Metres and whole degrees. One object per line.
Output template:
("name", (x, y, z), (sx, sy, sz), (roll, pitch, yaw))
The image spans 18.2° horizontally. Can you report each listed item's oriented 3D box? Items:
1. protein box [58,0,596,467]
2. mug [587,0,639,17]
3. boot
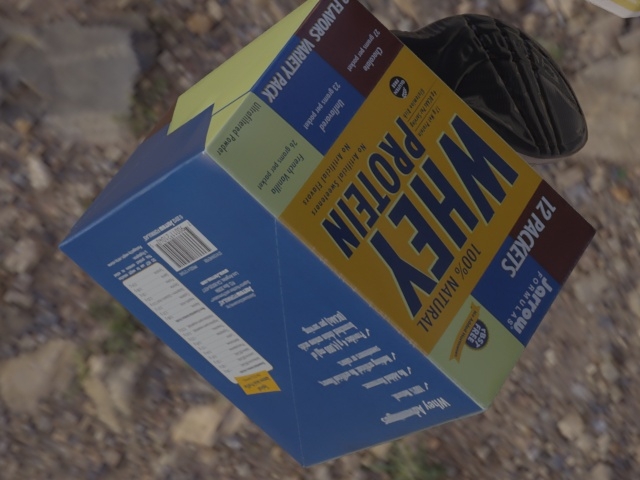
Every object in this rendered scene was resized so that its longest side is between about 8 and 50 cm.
("protein box", (0.000, 0.000, 1.113), (0.201, 0.200, 0.136), (43, 59, -13))
("mug", (0.208, -0.187, 1.401), (0.064, 0.078, 0.062), (32, 105, -11))
("boot", (0.030, -0.066, 1.708), (0.284, 0.377, 0.138), (-33, 76, 38))
